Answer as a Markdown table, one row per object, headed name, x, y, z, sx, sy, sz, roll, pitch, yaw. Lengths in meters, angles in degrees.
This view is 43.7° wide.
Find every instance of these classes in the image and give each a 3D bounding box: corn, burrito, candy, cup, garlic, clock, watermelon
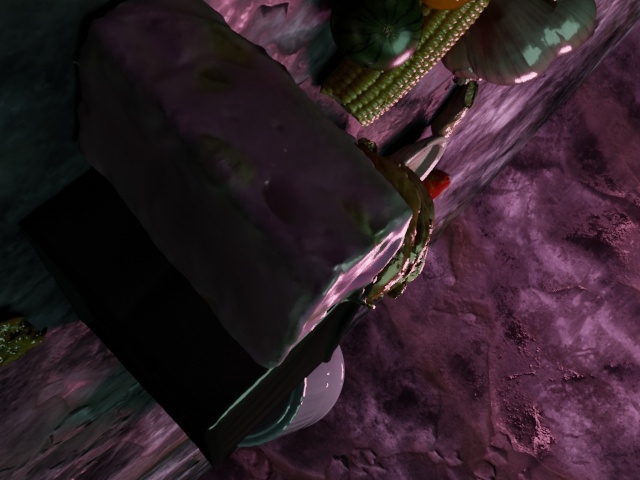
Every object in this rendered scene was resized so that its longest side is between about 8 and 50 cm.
| name | x | y | z | sx | sy | sz | roll | pitch | yaw |
| --- | --- | --- | --- | --- | --- | --- | --- | --- | --- |
| corn | 0.106 | -0.243 | 0.953 | 0.244 | 0.093 | 0.093 | -47 | 168 | 17 |
| burrito | 0.267 | -0.257 | 1.575 | 0.041 | 0.055 | 0.149 | 1 | 144 | -31 |
| candy | 0.257 | -0.127 | 1.967 | 0.086 | 0.059 | 0.292 | -51 | 166 | 32 |
| cup | -0.078 | 0.254 | 1.571 | 0.331 | 0.256 | 0.311 | -20 | 171 | 11 |
| garlic | 0.256 | -0.344 | 1.075 | 0.207 | 0.207 | 0.256 | -34 | 129 | -44 |
| clock | 0.155 | -0.133 | 1.604 | 0.236 | 0.053 | 0.236 | -42 | 166 | -13 |
| watermelon | 0.057 | -0.226 | 0.834 | 0.109 | 0.109 | 0.109 | -43 | 168 | -11 |
| candy | -0.066 | -0.049 | 0.604 | 0.116 | 0.265 | 0.155 | -34 | 165 | -30 |

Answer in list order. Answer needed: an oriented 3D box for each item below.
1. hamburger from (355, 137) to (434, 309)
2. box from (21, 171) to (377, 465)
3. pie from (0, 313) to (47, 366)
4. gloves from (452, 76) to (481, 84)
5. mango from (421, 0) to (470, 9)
| name | x | y | z | sx | sy | sz | roll | pitch | yaw |
| --- | --- | --- | --- | --- | --- | --- | --- | --- | --- |
| hamburger | 0.044 | -0.014 | 1.211 | 0.261 | 0.245 | 0.211 | -26 | 174 | 12 |
| box | -0.120 | 0.065 | 0.843 | 0.204 | 0.251 | 0.345 | -41 | 168 | -18 |
| pie | -0.348 | 0.119 | 0.791 | 0.170 | 0.034 | 0.092 | -29 | 164 | -34 |
| gloves | 0.276 | -0.315 | 1.311 | 0.110 | 0.094 | 0.144 | -40 | -177 | 45 |
| mango | 0.138 | -0.306 | 0.775 | 0.227 | 0.110 | 0.147 | 51 | 59 | -79 |
